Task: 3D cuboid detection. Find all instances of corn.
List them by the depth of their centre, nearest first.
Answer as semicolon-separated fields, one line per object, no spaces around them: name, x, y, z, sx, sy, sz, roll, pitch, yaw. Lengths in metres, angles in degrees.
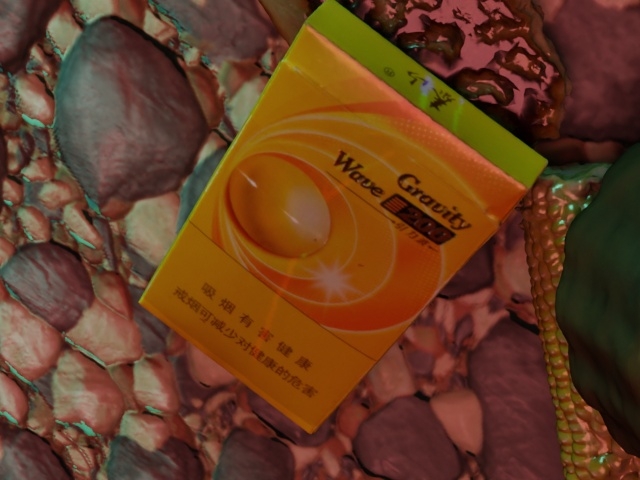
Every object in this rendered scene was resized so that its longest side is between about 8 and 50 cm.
corn;0.176;0.090;0.732;0.086;0.086;0.288;-7;110;23

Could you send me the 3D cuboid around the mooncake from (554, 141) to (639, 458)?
mooncake;0.242;0.040;0.627;0.228;0.124;0.228;-2;105;-8

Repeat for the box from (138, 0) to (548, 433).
box;0.000;0.000;0.749;0.152;0.043;0.269;36;134;1

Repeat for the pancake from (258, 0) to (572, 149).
pancake;0.059;-0.190;0.682;0.266;0.057;0.244;32;111;0
